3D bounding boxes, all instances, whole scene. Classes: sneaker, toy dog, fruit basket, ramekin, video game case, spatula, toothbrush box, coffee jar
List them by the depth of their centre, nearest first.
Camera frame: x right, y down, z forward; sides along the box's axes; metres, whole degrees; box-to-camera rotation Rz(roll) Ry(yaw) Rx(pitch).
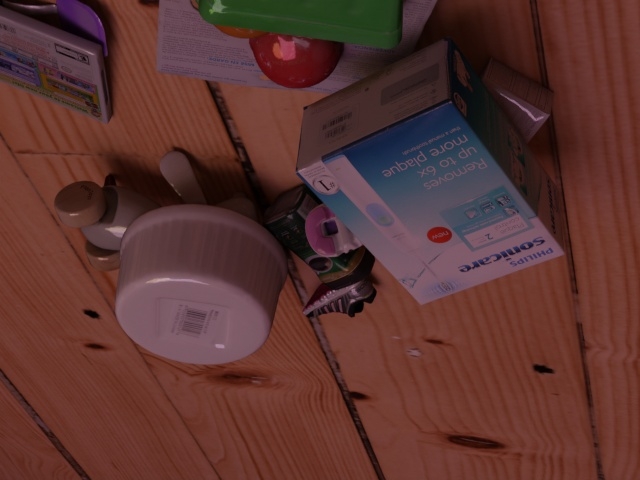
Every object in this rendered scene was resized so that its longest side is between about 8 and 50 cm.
[{"bbox_3d":[-0.032,-0.285,1.214,0.327,0.166,0.353,6,162,-8],"label":"fruit basket"},{"bbox_3d":[0.142,-0.074,1.248,0.216,0.126,0.295,-21,132,27],"label":"toothbrush box"},{"bbox_3d":[-0.445,-0.348,1.479,0.296,0.030,0.084,18,142,10],"label":"spatula"},{"bbox_3d":[0.098,-0.042,1.507,0.236,0.104,0.095,-15,88,18],"label":"sneaker"},{"bbox_3d":[-0.427,-0.275,1.537,0.212,0.023,0.193,22,154,4],"label":"video game case"},{"bbox_3d":[-0.195,0.081,1.597,0.277,0.135,0.277,4,140,3],"label":"ramekin"},{"bbox_3d":[0.000,0.000,1.612,0.096,0.079,0.184,-22,123,44],"label":"coffee jar"},{"bbox_3d":[-0.269,-0.053,1.678,0.333,0.161,0.220,10,140,-5],"label":"toy dog"},{"bbox_3d":[0.035,0.106,1.733,0.075,0.063,0.170,42,135,-12],"label":"sneaker"}]

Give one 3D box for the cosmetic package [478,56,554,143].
[{"bbox_3d":[0.205,-0.123,1.338,0.099,0.060,0.239,30,134,-4],"label":"cosmetic package"}]
